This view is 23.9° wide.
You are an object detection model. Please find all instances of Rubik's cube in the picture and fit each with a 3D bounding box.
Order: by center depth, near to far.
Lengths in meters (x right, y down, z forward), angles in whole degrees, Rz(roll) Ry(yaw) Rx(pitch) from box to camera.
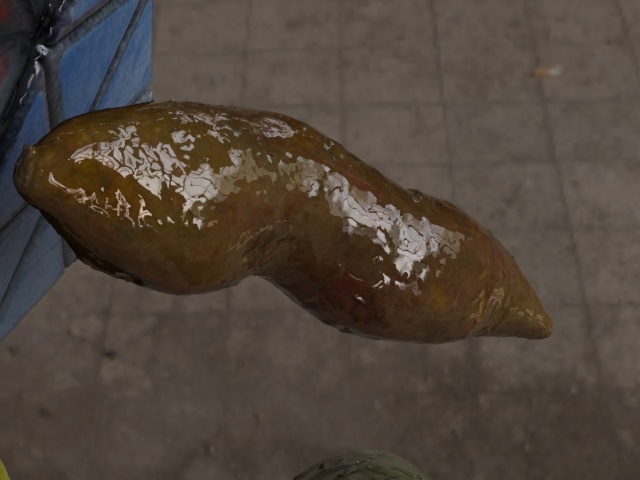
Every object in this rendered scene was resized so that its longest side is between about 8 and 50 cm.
[{"bbox_3d":[-0.086,-0.048,0.509,0.190,0.178,0.211,-33,72,20],"label":"Rubik's cube"}]

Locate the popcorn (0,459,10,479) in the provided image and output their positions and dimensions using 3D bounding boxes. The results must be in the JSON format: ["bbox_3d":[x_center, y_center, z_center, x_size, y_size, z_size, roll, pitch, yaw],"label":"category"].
[{"bbox_3d":[-0.297,0.196,0.837,0.270,0.224,0.258,-15,21,-10],"label":"popcorn"}]

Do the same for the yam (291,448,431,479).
[{"bbox_3d":[0.019,0.098,0.413,0.069,0.070,0.146,-9,3,-8],"label":"yam"}]

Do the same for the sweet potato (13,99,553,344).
[{"bbox_3d":[-0.001,-0.003,0.464,0.218,0.051,0.065,15,59,-41],"label":"sweet potato"}]
